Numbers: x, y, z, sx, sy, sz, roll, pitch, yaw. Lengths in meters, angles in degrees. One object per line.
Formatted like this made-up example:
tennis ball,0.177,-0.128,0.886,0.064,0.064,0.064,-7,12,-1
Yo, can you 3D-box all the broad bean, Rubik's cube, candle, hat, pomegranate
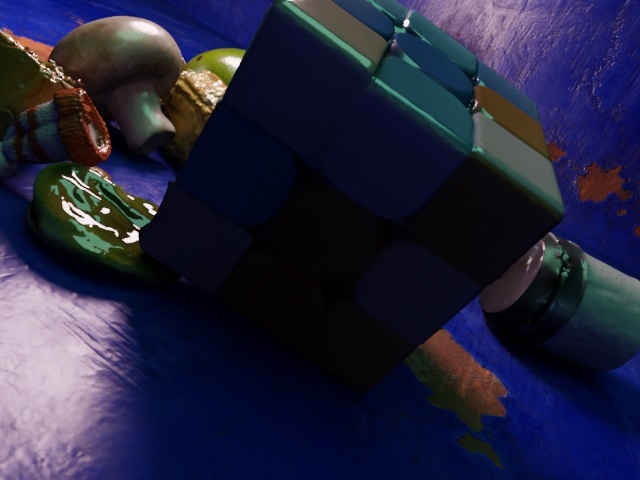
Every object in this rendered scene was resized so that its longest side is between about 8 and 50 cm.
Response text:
broad bean,-0.258,-0.017,0.698,0.207,0.072,0.153,30,34,-3
Rubik's cube,0.044,-0.089,0.731,0.344,0.347,0.346,35,34,-8
candle,0.502,0.133,1.126,0.343,0.221,0.221,27,20,-14
hat,-0.364,-0.126,0.733,0.163,0.112,0.093,-13,63,-2
pomegranate,-0.171,-0.318,1.342,0.310,0.216,0.358,13,25,-44

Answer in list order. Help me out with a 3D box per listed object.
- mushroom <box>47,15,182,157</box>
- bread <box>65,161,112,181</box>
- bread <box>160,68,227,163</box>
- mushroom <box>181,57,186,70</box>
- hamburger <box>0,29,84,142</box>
mushroom,-0.349,-0.264,1.015,0.244,0.243,0.243,25,20,-10
bread,-0.330,-0.078,0.791,0.081,0.046,0.083,27,21,2
bread,-0.228,-0.229,1.109,0.121,0.174,0.245,15,22,-41
mushroom,-0.450,-0.412,1.339,0.278,0.099,0.096,2,66,-22
hamburger,-0.481,-0.226,0.792,0.283,0.245,0.155,-14,-7,1
